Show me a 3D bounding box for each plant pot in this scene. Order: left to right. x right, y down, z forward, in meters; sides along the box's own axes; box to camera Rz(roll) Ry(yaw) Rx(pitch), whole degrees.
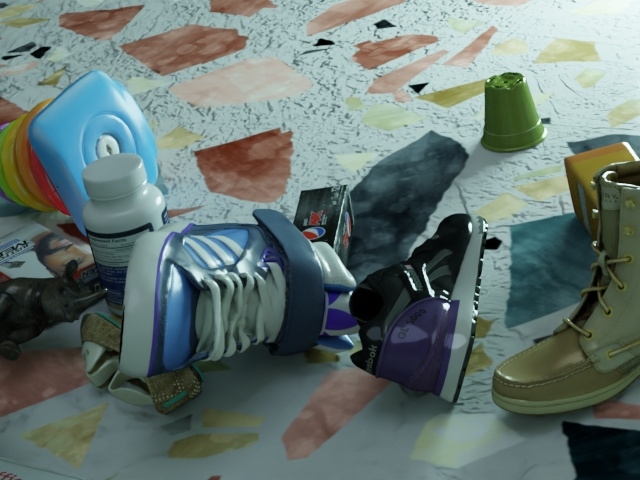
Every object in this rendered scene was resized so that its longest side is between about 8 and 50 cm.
[{"bbox_3d":[0.232,-0.162,2.227,0.083,0.079,0.083,-10,28,5],"label":"plant pot"}]

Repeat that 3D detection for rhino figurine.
[{"bbox_3d":[-0.334,0.080,1.974,0.243,0.073,0.106,-16,24,25],"label":"rhino figurine"}]

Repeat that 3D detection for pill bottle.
[{"bbox_3d":[-0.212,-0.008,2.021,0.094,0.169,0.094,-9,27,5],"label":"pill bottle"}]

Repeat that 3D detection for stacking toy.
[{"bbox_3d":[-0.369,-0.099,2.318,0.302,0.175,0.166,-7,30,41],"label":"stacking toy"}]

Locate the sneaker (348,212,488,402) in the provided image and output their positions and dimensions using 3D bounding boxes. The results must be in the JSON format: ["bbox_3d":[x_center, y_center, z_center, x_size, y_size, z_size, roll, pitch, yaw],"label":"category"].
[{"bbox_3d":[0.096,0.045,1.825,0.124,0.107,0.283,13,30,1],"label":"sneaker"}]

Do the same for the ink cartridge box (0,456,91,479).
[{"bbox_3d":[-0.293,0.291,1.580,0.153,0.087,0.208,9,35,35],"label":"ink cartridge box"}]

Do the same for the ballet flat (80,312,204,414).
[{"bbox_3d":[-0.204,0.128,1.877,0.067,0.073,0.206,-43,34,-23],"label":"ballet flat"}]

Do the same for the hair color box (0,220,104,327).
[{"bbox_3d":[-0.328,0.038,2.113,0.093,0.053,0.167,-28,32,-28],"label":"hair color box"}]

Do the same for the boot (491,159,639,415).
[{"bbox_3d":[0.265,0.038,1.696,0.262,0.203,0.095,-20,27,-17],"label":"boot"}]

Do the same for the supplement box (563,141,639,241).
[{"bbox_3d":[0.329,-0.021,1.925,0.078,0.080,0.233,-14,26,-2],"label":"supplement box"}]

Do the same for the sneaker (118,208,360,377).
[{"bbox_3d":[-0.064,0.061,1.811,0.236,0.130,0.323,8,14,4],"label":"sneaker"}]

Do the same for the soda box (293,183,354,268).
[{"bbox_3d":[0.000,0.000,2.045,0.060,0.053,0.169,-7,27,11],"label":"soda box"}]
